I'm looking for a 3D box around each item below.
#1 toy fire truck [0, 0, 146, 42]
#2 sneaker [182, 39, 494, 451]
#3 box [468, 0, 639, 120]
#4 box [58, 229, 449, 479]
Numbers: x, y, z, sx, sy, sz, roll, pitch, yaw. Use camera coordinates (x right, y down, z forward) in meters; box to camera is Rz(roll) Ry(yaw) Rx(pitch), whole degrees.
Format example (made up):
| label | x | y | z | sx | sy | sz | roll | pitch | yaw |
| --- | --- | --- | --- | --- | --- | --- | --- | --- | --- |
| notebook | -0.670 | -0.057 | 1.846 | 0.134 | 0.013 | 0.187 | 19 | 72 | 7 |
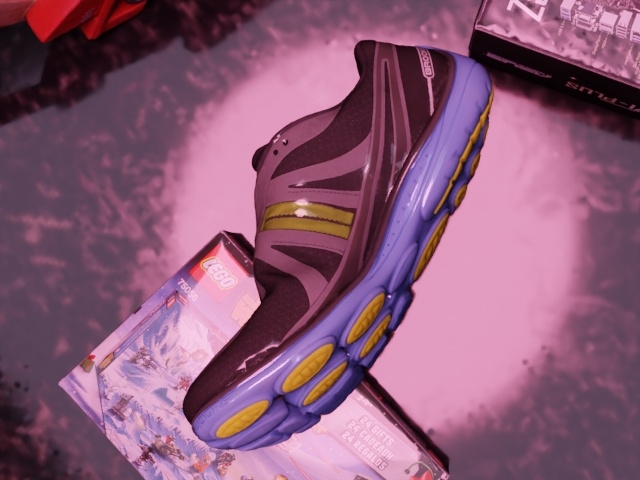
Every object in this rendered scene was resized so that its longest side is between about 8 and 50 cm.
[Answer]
| label | x | y | z | sx | sy | sz | roll | pitch | yaw |
| --- | --- | --- | --- | --- | --- | --- | --- | --- | --- |
| toy fire truck | -0.121 | -0.096 | 0.559 | 0.135 | 0.192 | 0.047 | -34 | 87 | -25 |
| sneaker | 0.000 | 0.000 | 0.573 | 0.078 | 0.067 | 0.188 | 24 | 69 | 18 |
| box | 0.156 | -0.134 | 0.564 | 0.147 | 0.077 | 0.180 | 20 | 91 | 4 |
| box | -0.027 | 0.076 | 0.601 | 0.094 | 0.027 | 0.137 | -43 | 86 | 3 |
